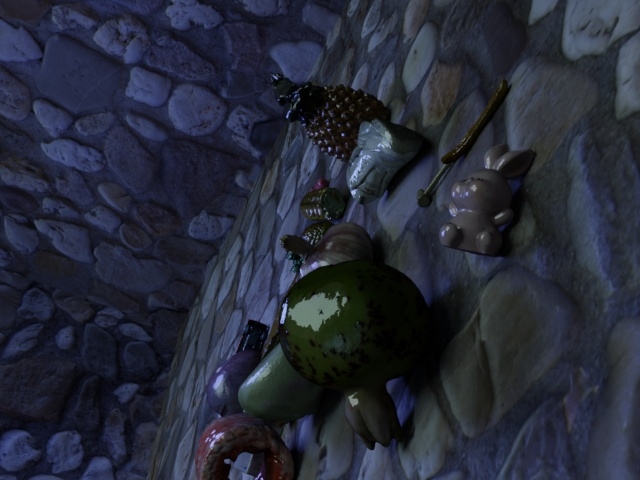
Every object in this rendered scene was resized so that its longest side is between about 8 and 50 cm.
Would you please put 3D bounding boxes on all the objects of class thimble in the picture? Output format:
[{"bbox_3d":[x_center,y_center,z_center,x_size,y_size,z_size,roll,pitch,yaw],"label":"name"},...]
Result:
[{"bbox_3d":[-0.187,0.540,1.688,0.162,0.239,0.239,168,123,-75],"label":"thimble"}]

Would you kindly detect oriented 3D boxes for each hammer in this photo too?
[{"bbox_3d":[0.266,-0.158,1.506,0.195,0.028,0.060,-56,13,29],"label":"hammer"},{"bbox_3d":[-0.005,-0.182,2.407,0.083,0.043,0.043,132,155,-53],"label":"hammer"}]

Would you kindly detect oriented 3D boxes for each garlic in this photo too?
[{"bbox_3d":[0.001,0.052,1.695,0.245,0.253,0.245,-46,28,34],"label":"garlic"}]

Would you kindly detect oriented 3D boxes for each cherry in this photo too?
[{"bbox_3d":[-0.243,0.445,2.102,0.266,0.183,0.213,-56,21,-14],"label":"cherry"}]

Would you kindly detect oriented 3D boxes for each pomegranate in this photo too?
[{"bbox_3d":[0.073,0.207,1.286,0.285,0.284,0.341,146,117,-64],"label":"pomegranate"}]

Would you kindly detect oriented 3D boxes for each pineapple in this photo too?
[{"bbox_3d":[0.004,-0.375,2.050,0.223,0.357,0.223,-60,14,26],"label":"pineapple"}]

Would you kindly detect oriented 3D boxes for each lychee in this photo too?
[{"bbox_3d":[0.000,0.000,2.008,0.146,0.114,0.114,-34,35,40],"label":"lychee"}]

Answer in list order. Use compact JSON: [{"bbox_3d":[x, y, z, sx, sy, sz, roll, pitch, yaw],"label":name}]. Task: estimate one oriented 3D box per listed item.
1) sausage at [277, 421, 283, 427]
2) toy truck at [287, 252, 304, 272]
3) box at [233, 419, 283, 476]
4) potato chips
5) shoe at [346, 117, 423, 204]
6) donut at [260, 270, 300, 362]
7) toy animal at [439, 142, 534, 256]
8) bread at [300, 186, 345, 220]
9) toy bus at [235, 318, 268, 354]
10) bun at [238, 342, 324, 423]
[{"bbox_3d":[-0.079,0.400,1.846,0.062,0.054,0.183,3,67,44],"label":"sausage"},{"bbox_3d":[-0.047,0.070,2.156,0.078,0.080,0.154,-44,19,6],"label":"toy truck"},{"bbox_3d":[-0.158,0.522,1.924,0.149,0.067,0.233,149,141,-68],"label":"box"},{"bbox_3d":[0.314,-0.233,1.417,0.204,0.037,0.026,-54,30,27],"label":"potato chips"},{"bbox_3d":[0.146,-0.186,1.761,0.342,0.132,0.211,-142,71,-78],"label":"shoe"},{"bbox_3d":[-0.071,0.225,1.916,0.272,0.107,0.272,-155,90,-86],"label":"donut"},{"bbox_3d":[0.272,-0.079,1.193,0.124,0.124,0.213,172,115,-72],"label":"toy animal"},{"bbox_3d":[0.001,-0.111,2.208,0.087,0.098,0.269,-28,8,-14],"label":"bread"},{"bbox_3d":[-0.246,0.370,2.408,0.089,0.081,0.195,140,149,-78],"label":"toy bus"},{"bbox_3d":[-0.058,0.325,1.664,0.283,0.179,0.283,-48,-2,-2],"label":"bun"}]
